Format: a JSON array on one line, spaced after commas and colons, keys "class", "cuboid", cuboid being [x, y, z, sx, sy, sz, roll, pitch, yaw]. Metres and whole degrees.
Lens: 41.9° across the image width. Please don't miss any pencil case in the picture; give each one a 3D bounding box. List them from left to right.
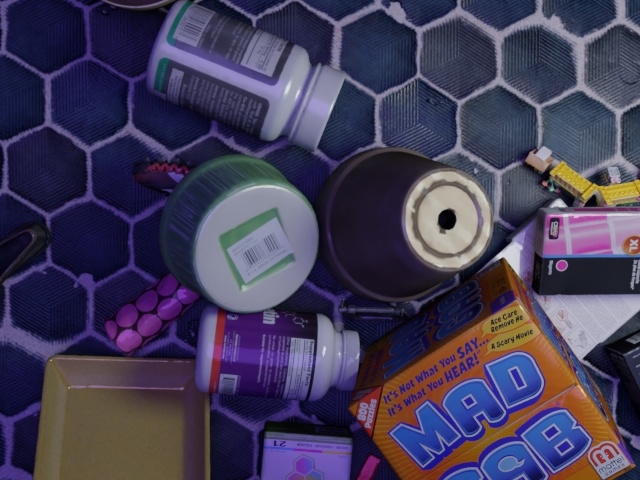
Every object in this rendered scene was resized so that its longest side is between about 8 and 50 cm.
[{"class": "pencil case", "cuboid": [-0.352, 0.142, 1.745, 0.209, 0.095, 0.098, -36, 56, -2]}]

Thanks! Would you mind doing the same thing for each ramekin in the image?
[{"class": "ramekin", "cuboid": [-0.149, -0.006, 1.640, 0.303, 0.148, 0.303, -11, 113, -26]}]

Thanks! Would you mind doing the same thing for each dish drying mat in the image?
[{"class": "dish drying mat", "cuboid": [0.101, 0.504, 1.814, 0.032, 0.008, 0.083, 26, 92, -2]}]

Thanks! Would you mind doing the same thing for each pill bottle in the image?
[{"class": "pill bottle", "cuboid": [-0.146, -0.321, 1.673, 0.361, 0.204, 0.204, 22, 91, -3]}, {"class": "pill bottle", "cuboid": [-0.090, 0.230, 1.704, 0.323, 0.181, 0.181, 6, 92, -7]}]

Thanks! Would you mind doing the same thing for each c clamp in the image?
[{"class": "c clamp", "cuboid": [0.111, 0.151, 1.741, 0.160, 0.137, 0.022, 4, 68, -8]}]

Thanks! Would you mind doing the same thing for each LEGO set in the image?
[{"class": "LEGO set", "cuboid": [0.569, -0.103, 1.781, 0.287, 0.107, 0.132, 9, 57, 2]}]

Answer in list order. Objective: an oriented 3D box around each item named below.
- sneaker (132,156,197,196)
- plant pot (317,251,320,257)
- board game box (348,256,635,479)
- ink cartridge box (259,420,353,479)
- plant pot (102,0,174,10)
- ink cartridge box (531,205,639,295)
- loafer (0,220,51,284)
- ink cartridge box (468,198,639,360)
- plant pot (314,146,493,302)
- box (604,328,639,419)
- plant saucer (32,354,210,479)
[{"class": "sneaker", "cuboid": [-0.259, -0.093, 1.730, 0.276, 0.097, 0.135, 12, 90, -4]}, {"class": "plant pot", "cuboid": [0.000, 0.000, 1.752, 0.081, 0.083, 0.081, 1, 93, -2]}, {"class": "board game box", "cuboid": [0.316, 0.305, 1.604, 0.356, 0.356, 0.356, -35, 94, 13]}, {"class": "ink cartridge box", "cuboid": [-0.035, 0.522, 1.765, 0.188, 0.097, 0.255, 5, 91, -2]}, {"class": "plant pot", "cuboid": [-0.353, -0.582, 1.661, 0.284, 0.191, 0.284, 0, 92, -2]}, {"class": "ink cartridge box", "cuboid": [0.624, 0.021, 1.707, 0.371, 0.069, 0.176, -1, 106, -5]}, {"class": "loafer", "cuboid": [-0.682, 0.052, 1.726, 0.267, 0.084, 0.096, -39, 93, 0]}, {"class": "ink cartridge box", "cuboid": [0.500, 0.103, 1.784, 0.261, 0.066, 0.296, -41, 93, 0]}, {"class": "plant pot", "cuboid": [0.182, -0.037, 1.621, 0.323, 0.280, 0.323, 1, 87, -20]}, {"class": "box", "cuboid": [0.730, 0.290, 1.779, 0.153, 0.108, 0.207, -25, 93, -1]}, {"class": "plant saucer", "cuboid": [-0.392, 0.400, 1.676, 0.332, 0.081, 0.333, 4, 56, -14]}]
